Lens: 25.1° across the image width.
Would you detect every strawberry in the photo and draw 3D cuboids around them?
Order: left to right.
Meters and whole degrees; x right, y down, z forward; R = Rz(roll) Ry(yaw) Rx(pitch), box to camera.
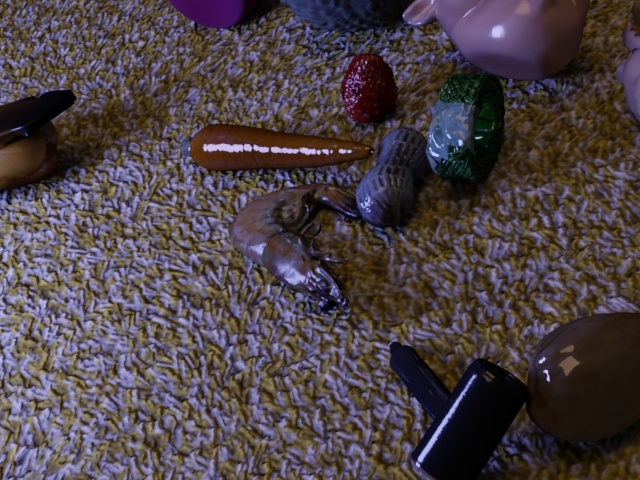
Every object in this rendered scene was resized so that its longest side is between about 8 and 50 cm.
[{"bbox_3d":[0.067,-0.210,1.968,0.083,0.096,0.083,-9,24,4],"label":"strawberry"}]

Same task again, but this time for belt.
[{"bbox_3d":[0.177,-0.142,1.814,0.079,0.121,0.151,4,50,26],"label":"belt"}]

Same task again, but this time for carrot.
[{"bbox_3d":[-0.062,-0.125,1.933,0.336,0.069,0.069,3,45,36],"label":"carrot"}]

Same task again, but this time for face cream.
[{"bbox_3d":[-0.145,-0.461,2.290,0.175,0.175,0.195,11,48,34],"label":"face cream"}]

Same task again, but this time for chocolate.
[{"bbox_3d":[0.092,-0.080,1.821,0.072,0.072,0.167,1,45,26],"label":"chocolate"}]

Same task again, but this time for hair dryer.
[{"bbox_3d":[0.125,0.149,1.522,0.128,0.070,0.255,-58,27,11],"label":"hair dryer"}]

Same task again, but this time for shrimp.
[{"bbox_3d":[0.000,0.000,1.790,0.169,0.058,0.296,-31,36,-15],"label":"shrimp"}]

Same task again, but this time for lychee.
[{"bbox_3d":[0.038,-0.437,2.110,0.255,0.255,0.274,-19,49,4],"label":"lychee"}]

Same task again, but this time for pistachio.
[{"bbox_3d":[0.286,0.132,1.463,0.185,0.108,0.126,-31,63,-23],"label":"pistachio"}]

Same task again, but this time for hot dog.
[{"bbox_3d":[-0.497,-0.130,2.133,0.326,0.107,0.194,0,33,38],"label":"hot dog"}]

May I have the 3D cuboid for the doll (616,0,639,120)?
[{"bbox_3d":[0.456,-0.242,1.819,0.154,0.119,0.278,-5,32,19],"label":"doll"}]

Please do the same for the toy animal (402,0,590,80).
[{"bbox_3d":[0.251,-0.302,1.944,0.250,0.166,0.154,41,112,54],"label":"toy animal"}]
